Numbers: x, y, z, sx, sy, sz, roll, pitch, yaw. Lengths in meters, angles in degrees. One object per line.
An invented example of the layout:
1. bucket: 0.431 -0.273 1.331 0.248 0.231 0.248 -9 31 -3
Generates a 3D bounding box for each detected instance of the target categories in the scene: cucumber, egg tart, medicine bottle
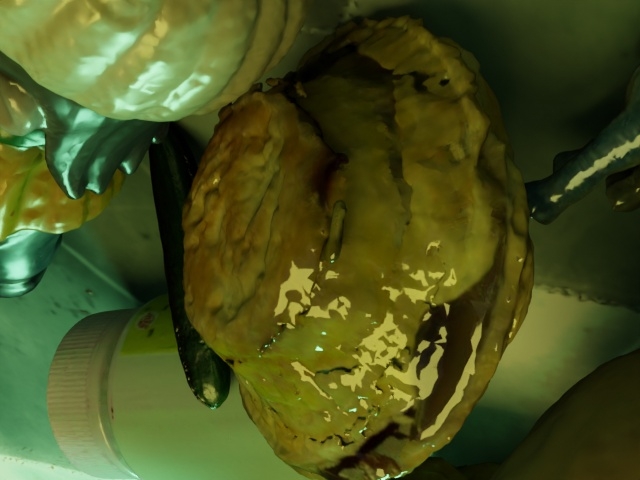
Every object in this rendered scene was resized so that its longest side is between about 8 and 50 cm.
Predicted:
1. cucumber: -0.077 0.009 0.615 0.036 0.184 0.033 -26 156 37
2. egg tart: 0.000 0.000 0.507 0.105 0.241 0.241 13 147 -35
3. medicine bottle: -0.060 0.100 0.688 0.225 0.139 0.139 -8 127 31

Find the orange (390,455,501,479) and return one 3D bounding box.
1. orange: 0.081 0.293 0.714 0.300 0.223 0.301 9 102 -18

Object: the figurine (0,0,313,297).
1. figurine: -0.113 -0.093 0.512 0.204 0.185 0.332 17 140 1

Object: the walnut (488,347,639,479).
1. walnut: 0.221 0.201 0.463 0.381 0.381 0.381 14 135 14

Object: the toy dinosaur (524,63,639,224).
1. toy dinosaur: 0.204 -0.050 0.468 0.247 0.075 0.188 31 133 -23
